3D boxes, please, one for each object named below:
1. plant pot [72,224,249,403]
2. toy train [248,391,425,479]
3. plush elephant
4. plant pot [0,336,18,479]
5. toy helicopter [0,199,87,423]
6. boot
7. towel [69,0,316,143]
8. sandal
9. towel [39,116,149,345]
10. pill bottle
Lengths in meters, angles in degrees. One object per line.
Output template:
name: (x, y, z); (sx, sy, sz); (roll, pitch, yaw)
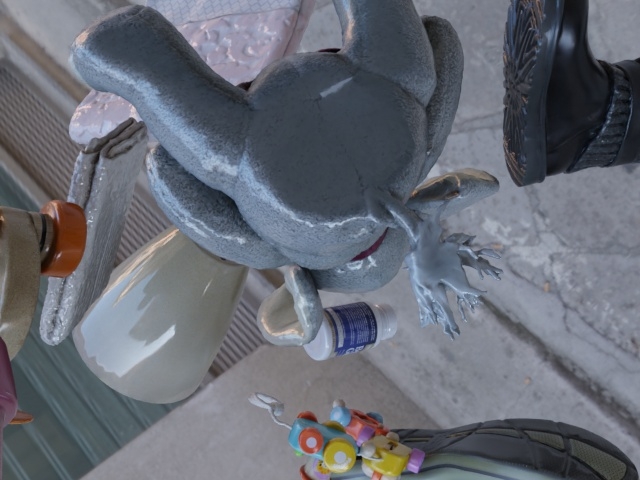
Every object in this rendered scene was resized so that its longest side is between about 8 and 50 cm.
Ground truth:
plant pot: (-0.243, 0.092, 1.173); (0.256, 0.256, 0.274); (47, 117, 14)
toy train: (0.014, 0.174, 0.588); (0.125, 0.046, 0.166); (19, 179, 45)
plush elephant: (0.007, -0.052, 0.585); (0.330, 0.272, 0.255); (56, 169, 10)
plant pot: (-0.294, 0.170, 0.441); (0.180, 0.201, 0.201); (68, 155, 22)
toy helicopter: (-0.398, 0.094, 0.764); (0.355, 0.140, 0.234); (-21, 67, 42)
boot: (0.390, -0.232, 0.938); (0.348, 0.260, 0.131); (77, -176, -48)
towel: (-0.185, -0.274, 1.022); (0.332, 0.316, 0.053); (2, 149, 29)
sandal: (0.128, 0.215, 0.609); (0.303, 0.120, 0.086); (-16, 84, 40)
towel: (-0.300, -0.017, 0.908); (0.049, 0.187, 0.282); (20, 110, -4)
pill bottle: (0.056, 0.161, 1.274); (0.094, 0.169, 0.094); (17, 110, 56)
